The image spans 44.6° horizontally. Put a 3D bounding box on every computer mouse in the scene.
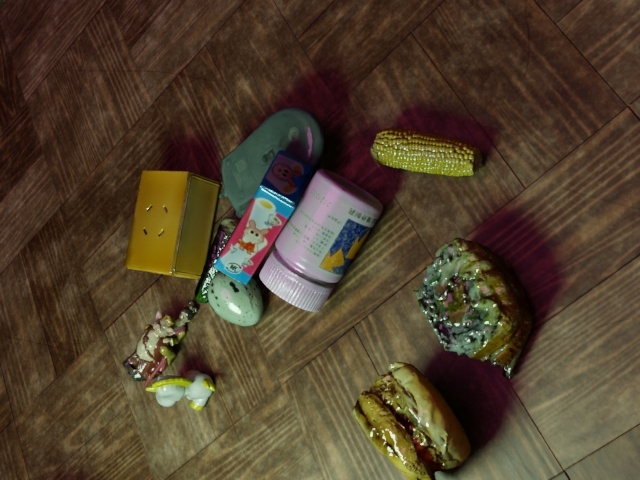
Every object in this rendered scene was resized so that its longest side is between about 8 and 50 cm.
[{"bbox_3d":[-0.114,-0.191,1.953,0.371,0.122,0.188,-30,71,33],"label":"computer mouse"}]

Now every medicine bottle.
[{"bbox_3d":[0.000,0.000,1.788,0.178,0.178,0.290,39,104,36],"label":"medicine bottle"}]

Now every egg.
[{"bbox_3d":[-0.206,0.142,1.947,0.164,0.131,0.131,38,104,23],"label":"egg"}]

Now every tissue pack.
[{"bbox_3d":[-0.395,-0.042,2.119,0.194,0.145,0.274,6,84,39],"label":"tissue pack"}]

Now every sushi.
[{"bbox_3d":[0.307,0.133,1.550,0.184,0.139,0.274,-42,52,25],"label":"sushi"}]

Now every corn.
[{"bbox_3d":[0.229,-0.192,1.715,0.260,0.091,0.091,16,108,34],"label":"corn"}]

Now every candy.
[{"bbox_3d":[-0.137,-0.051,1.849,0.306,0.100,0.157,-54,8,42],"label":"candy"}]

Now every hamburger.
[{"bbox_3d":[0.186,0.366,1.547,0.163,0.244,0.244,-44,55,-4],"label":"hamburger"}]

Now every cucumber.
[{"bbox_3d":[-0.265,0.057,2.045,0.074,0.074,0.241,30,101,37],"label":"cucumber"}]

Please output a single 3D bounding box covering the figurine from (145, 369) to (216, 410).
[{"bbox_3d":[-0.359,0.373,1.985,0.129,0.178,0.109,138,132,-55],"label":"figurine"}]

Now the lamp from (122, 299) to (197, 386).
[{"bbox_3d":[-0.428,0.267,2.096,0.253,0.118,0.118,-52,55,18],"label":"lamp"}]
